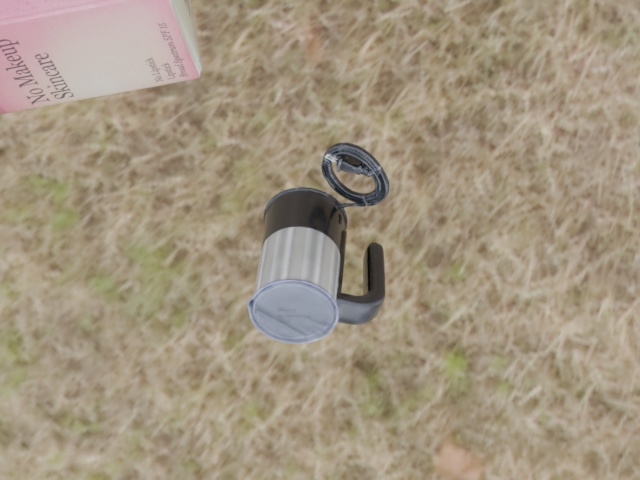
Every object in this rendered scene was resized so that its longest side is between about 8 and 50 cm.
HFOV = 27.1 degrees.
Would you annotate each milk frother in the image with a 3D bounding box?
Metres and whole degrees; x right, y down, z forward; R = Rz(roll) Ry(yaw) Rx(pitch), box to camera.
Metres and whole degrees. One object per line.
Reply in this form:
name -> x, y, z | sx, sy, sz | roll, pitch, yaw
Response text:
milk frother -> 0.000, 0.000, 1.238 | 0.129, 0.135, 0.143 | -1, 132, 5

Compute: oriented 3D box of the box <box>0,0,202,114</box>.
box -> -0.227, -0.195, 1.071 | 0.232, 0.148, 0.127 | -11, 69, 3
